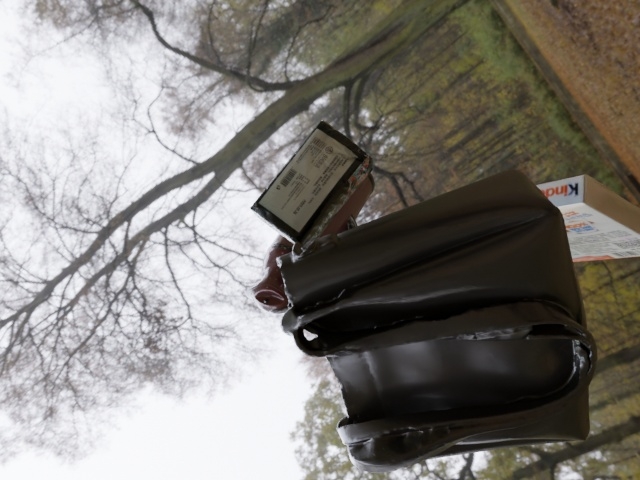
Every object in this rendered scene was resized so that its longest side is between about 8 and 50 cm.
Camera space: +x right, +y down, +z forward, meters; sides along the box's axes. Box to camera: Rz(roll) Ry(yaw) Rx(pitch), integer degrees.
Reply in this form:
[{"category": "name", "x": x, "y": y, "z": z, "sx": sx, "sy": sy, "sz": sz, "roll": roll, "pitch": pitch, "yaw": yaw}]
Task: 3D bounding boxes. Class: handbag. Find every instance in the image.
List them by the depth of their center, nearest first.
[{"category": "handbag", "x": 0.111, "y": 0.100, "z": 0.482, "sx": 0.113, "sy": 0.257, "sz": 0.285, "roll": -90, "pitch": -18, "yaw": -62}]

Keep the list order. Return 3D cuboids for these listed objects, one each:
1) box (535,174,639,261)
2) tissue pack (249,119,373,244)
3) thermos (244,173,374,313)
[{"category": "box", "x": 0.346, "y": -0.016, "z": 0.795, "sx": 0.265, "sy": 0.273, "sz": 0.048, "roll": 17, "pitch": -106, "yaw": -35}, {"category": "tissue pack", "x": -0.010, "y": -0.078, "z": 0.746, "sx": 0.103, "sy": 0.170, "sz": 0.090, "roll": 37, "pitch": 177, "yaw": 17}, {"category": "thermos", "x": -0.005, "y": 0.002, "z": 0.928, "sx": 0.136, "sy": 0.109, "sz": 0.330, "roll": 34, "pitch": -120, "yaw": -3}]
